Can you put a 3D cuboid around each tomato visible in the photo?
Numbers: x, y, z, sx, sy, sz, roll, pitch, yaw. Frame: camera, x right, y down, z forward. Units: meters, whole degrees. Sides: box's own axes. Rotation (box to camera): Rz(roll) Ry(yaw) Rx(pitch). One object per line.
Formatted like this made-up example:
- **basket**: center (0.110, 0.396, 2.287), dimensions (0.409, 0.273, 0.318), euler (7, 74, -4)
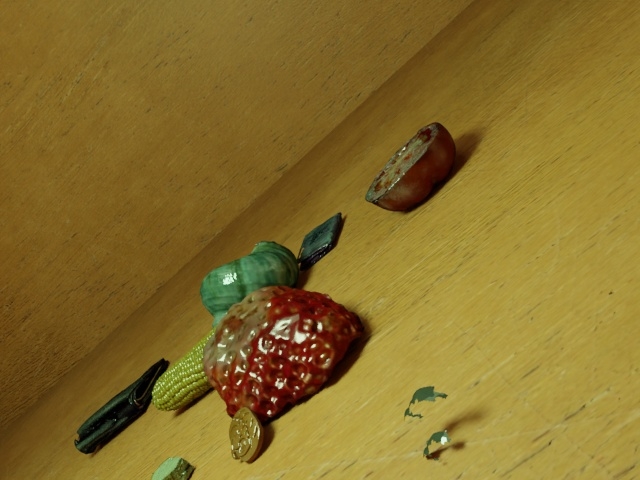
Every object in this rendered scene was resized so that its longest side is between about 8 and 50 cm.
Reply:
- **tomato**: center (0.188, -0.135, 1.558), dimensions (0.225, 0.085, 0.225), euler (-45, 14, 14)

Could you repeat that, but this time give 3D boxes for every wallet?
- **wallet**: center (0.001, 0.001, 1.834), dimensions (0.111, 0.030, 0.166), euler (-33, 18, 25)
- **wallet**: center (-0.520, 0.429, 2.041), dimensions (0.221, 0.071, 0.262), euler (-42, 7, 17)

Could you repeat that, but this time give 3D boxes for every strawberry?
- **strawberry**: center (-0.075, 0.166, 1.297), dimensions (0.336, 0.149, 0.265), euler (-24, 23, 54)

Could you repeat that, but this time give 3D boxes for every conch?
- **conch**: center (-0.161, 0.112, 1.708), dimensions (0.220, 0.195, 0.277), euler (81, -155, -71)

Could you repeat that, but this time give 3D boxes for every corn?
- **corn**: center (-0.247, 0.268, 1.630), dimensions (0.293, 0.106, 0.106), euler (-41, 13, 25)

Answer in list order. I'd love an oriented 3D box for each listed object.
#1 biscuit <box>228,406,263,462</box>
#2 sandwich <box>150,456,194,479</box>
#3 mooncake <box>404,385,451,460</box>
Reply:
- **biscuit**: center (-0.120, 0.307, 1.205), dimensions (0.091, 0.015, 0.078), euler (36, 102, 55)
- **sandwich**: center (-0.263, 0.413, 1.356), dimensions (0.093, 0.036, 0.105), euler (-44, 12, 6)
- **mooncake**: center (0.025, 0.308, 0.786), dimensions (0.150, 0.057, 0.347), euler (-7, 44, 49)
